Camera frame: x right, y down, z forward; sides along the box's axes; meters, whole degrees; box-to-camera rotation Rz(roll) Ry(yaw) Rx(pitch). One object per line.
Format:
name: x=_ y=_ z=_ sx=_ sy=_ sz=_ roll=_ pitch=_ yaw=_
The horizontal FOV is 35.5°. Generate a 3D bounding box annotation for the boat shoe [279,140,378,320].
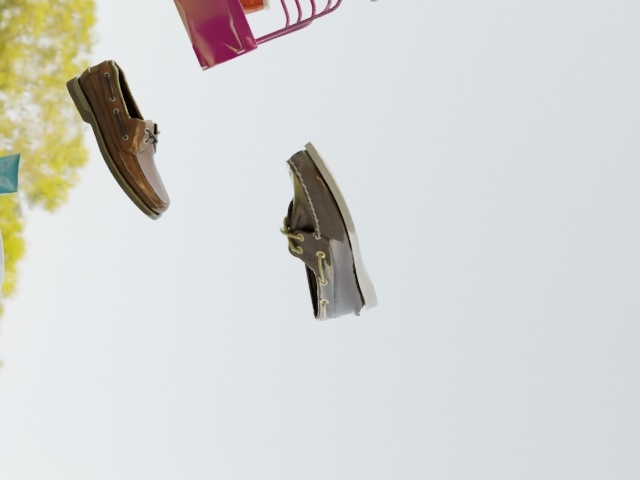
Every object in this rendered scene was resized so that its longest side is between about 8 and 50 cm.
boat shoe: x=0.000 y=0.000 z=1.408 sx=0.096 sy=0.324 sz=0.117 roll=-23 pitch=-132 yaw=-3

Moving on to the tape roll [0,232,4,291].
tape roll: x=-0.504 y=0.012 z=1.135 sx=0.286 sy=0.100 sz=0.286 roll=5 pitch=-77 yaw=21

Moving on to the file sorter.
file sorter: x=-0.109 y=-0.397 z=1.522 sx=0.202 sy=0.182 sz=0.290 roll=68 pitch=-16 yaw=-11

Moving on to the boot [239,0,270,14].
boot: x=-0.126 y=-0.469 z=1.727 sx=0.059 sy=0.084 sz=0.158 roll=-65 pitch=151 yaw=-75

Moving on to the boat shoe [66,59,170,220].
boat shoe: x=-0.349 y=-0.188 z=1.834 sx=0.104 sy=0.111 sz=0.307 roll=-31 pitch=-89 yaw=6

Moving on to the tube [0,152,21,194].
tube: x=-0.544 y=-0.083 z=1.477 sx=0.052 sy=0.207 sz=0.080 roll=79 pitch=2 yaw=-56
